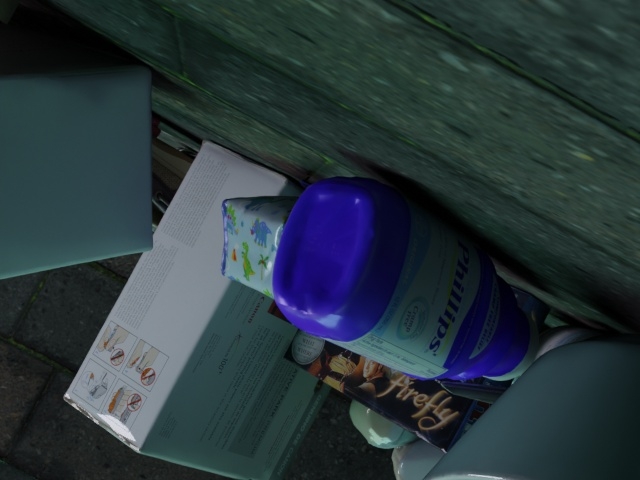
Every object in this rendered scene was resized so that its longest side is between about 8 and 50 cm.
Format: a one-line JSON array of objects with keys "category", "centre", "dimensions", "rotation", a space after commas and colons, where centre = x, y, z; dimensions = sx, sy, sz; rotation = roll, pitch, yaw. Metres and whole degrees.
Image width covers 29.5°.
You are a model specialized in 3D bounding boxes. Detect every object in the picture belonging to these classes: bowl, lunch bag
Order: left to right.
[{"category": "lunch bag", "centre": [0.000, 0.000, 1.141], "dimensions": [0.151, 0.096, 0.129], "rotation": [-4, -166, -30]}, {"category": "bowl", "centre": [0.240, 0.181, 0.887], "dimensions": [0.311, 0.163, 0.311], "rotation": [22, 156, 11]}]

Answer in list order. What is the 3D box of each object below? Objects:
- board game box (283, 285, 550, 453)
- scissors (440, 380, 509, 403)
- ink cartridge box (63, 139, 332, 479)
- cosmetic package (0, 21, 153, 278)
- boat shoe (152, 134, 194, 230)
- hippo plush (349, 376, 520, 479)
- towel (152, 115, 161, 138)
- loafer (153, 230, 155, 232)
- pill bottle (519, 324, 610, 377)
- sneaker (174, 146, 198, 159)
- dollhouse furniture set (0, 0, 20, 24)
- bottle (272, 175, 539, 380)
[{"category": "board game box", "centre": [0.087, 0.092, 1.189], "dimensions": [0.243, 0.165, 0.042], "rotation": [24, 174, 46]}, {"category": "scissors", "centre": [0.253, 0.141, 1.010], "dimensions": [0.297, 0.109, 0.021], "rotation": [26, -155, -8]}, {"category": "ink cartridge box", "centre": [-0.085, 0.092, 1.331], "dimensions": [0.130, 0.309, 0.272], "rotation": [26, 176, 35]}, {"category": "cosmetic package", "centre": [-0.351, -0.103, 1.083], "dimensions": [0.230, 0.162, 0.453], "rotation": [-11, -160, -33]}, {"category": "boat shoe", "centre": [-0.226, -0.075, 1.311], "dimensions": [0.285, 0.092, 0.103], "rotation": [28, 157, -23]}, {"category": "hippo plush", "centre": [0.190, 0.151, 1.410], "dimensions": [0.294, 0.234, 0.236], "rotation": [-15, -174, 13]}, {"category": "towel", "centre": [-0.282, -0.156, 1.334], "dimensions": [0.197, 0.029, 0.144], "rotation": [30, 161, -24]}, {"category": "loafer", "centre": [-0.213, -0.065, 1.689], "dimensions": [0.319, 0.111, 0.112], "rotation": [26, 176, 35]}, {"category": "pill bottle", "centre": [0.235, 0.123, 1.106], "dimensions": [0.087, 0.087, 0.160], "rotation": [29, 177, -7]}, {"category": "sneaker", "centre": [-0.140, -0.079, 1.509], "dimensions": [0.109, 0.040, 0.044], "rotation": [28, 175, -9]}, {"category": "dollhouse furniture set", "centre": [-0.339, -0.195, 0.851], "dimensions": [0.182, 0.101, 0.161], "rotation": [27, 176, 22]}, {"category": "bottle", "centre": [0.079, 0.046, 0.930], "dimensions": [0.092, 0.118, 0.283], "rotation": [11, 168, 38]}]
